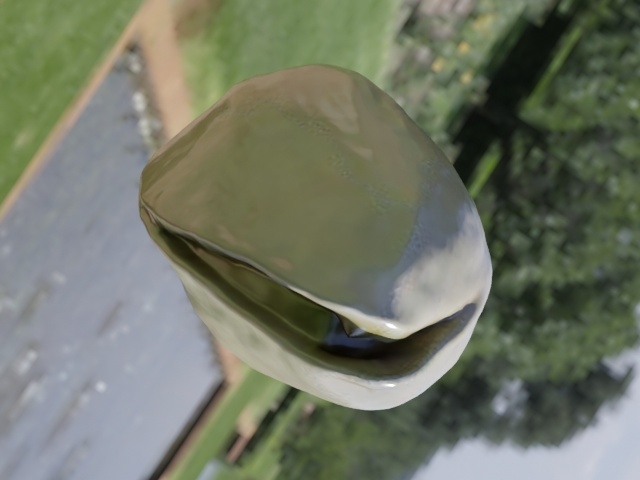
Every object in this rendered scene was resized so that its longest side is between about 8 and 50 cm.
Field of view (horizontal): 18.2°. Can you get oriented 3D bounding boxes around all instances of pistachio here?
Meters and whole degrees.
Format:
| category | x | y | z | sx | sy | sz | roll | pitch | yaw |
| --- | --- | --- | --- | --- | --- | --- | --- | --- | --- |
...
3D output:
| category | x | y | z | sx | sy | sz | roll | pitch | yaw |
| --- | --- | --- | --- | --- | --- | --- | --- | --- | --- |
| pistachio | 0.000 | 0.000 | 1.328 | 0.332 | 0.226 | 0.207 | -127 | -132 | -55 |
